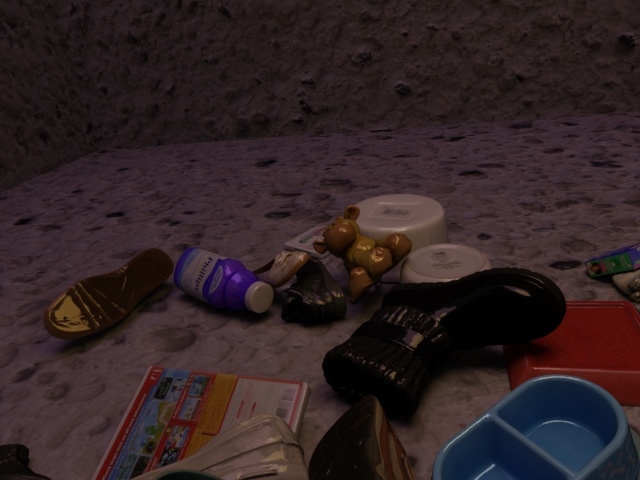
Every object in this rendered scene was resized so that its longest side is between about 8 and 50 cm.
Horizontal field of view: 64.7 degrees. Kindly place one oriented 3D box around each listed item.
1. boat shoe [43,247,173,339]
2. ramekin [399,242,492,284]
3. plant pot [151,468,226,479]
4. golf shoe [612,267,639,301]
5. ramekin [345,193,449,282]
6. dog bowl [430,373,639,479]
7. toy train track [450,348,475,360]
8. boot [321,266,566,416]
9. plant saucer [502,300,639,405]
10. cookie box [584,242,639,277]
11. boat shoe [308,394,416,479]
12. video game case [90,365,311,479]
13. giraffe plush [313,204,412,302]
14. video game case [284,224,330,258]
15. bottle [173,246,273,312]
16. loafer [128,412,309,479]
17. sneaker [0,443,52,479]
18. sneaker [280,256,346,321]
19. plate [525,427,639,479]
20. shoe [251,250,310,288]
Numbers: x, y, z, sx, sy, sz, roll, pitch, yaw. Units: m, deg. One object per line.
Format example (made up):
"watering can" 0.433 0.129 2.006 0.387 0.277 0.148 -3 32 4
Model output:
"boat shoe" -0.494 0.136 1.194 0.110 0.121 0.341 -37 0 38
"ramekin" 0.261 0.088 1.052 0.207 0.108 0.207 -7 24 3
"plant pot" -0.085 0.361 0.397 0.195 0.290 0.290 -52 37 -9
"golf shoe" 0.686 0.068 1.028 0.176 0.069 0.086 -9 18 -6
"ramekin" 0.189 -0.017 1.277 0.278 0.135 0.277 -7 24 3
"dog bowl" 0.262 0.275 0.630 0.297 0.074 0.166 -28 30 -21
"toy train track" 0.266 0.196 0.925 0.083 0.014 0.048 -13 25 -13
"boot" 0.198 0.167 0.825 0.348 0.131 0.260 -14 14 39
"plant saucer" 0.453 0.176 0.874 0.259 0.047 0.258 -1 25 13
"cookie box" 0.636 0.040 1.068 0.092 0.040 0.107 -17 -8 -24
"boat shoe" 0.062 0.308 0.619 0.123 0.120 0.324 -42 3 9
"video game case" -0.173 0.291 0.747 0.286 0.025 0.204 1 47 18
"giraffe plush" 0.078 0.016 1.101 0.181 0.170 0.210 -39 -11 -16
"video game case" 0.000 0.000 1.438 0.143 0.019 0.157 14 31 39
"bottle" -0.226 0.097 1.171 0.283 0.118 0.092 16 -8 41
"loafer" -0.164 0.330 0.608 0.320 0.112 0.111 -29 39 -10
"sneaker" -0.468 0.344 0.767 0.170 0.051 0.089 -7 28 10
"sneaker" -0.041 0.107 1.126 0.131 0.087 0.227 -10 27 -17
"plate" 0.352 0.282 0.695 0.188 0.024 0.188 -7 23 3
"shoe" -0.100 0.067 1.137 0.219 0.058 0.076 -33 13 50
